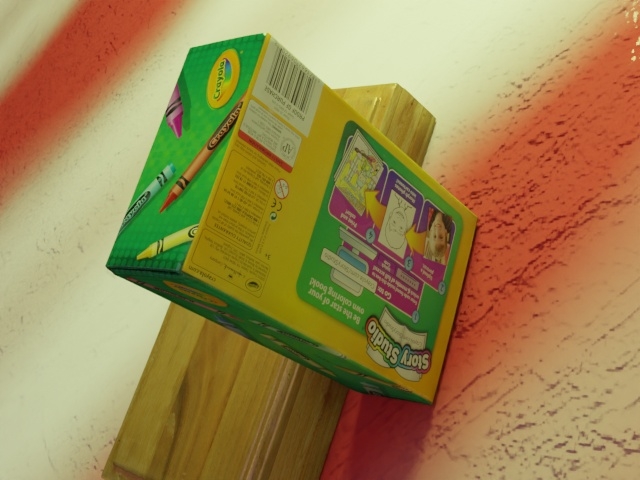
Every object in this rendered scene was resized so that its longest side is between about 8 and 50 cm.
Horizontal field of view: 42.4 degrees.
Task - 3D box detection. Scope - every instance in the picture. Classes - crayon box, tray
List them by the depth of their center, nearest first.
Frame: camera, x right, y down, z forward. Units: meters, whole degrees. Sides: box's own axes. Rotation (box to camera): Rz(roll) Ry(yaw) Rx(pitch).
[{"bbox_3d":[0.000,0.000,0.600,0.081,0.278,0.165,1,66,42],"label":"crayon box"},{"bbox_3d":[-0.050,0.052,0.771,0.203,0.076,0.411,4,70,45],"label":"tray"}]
